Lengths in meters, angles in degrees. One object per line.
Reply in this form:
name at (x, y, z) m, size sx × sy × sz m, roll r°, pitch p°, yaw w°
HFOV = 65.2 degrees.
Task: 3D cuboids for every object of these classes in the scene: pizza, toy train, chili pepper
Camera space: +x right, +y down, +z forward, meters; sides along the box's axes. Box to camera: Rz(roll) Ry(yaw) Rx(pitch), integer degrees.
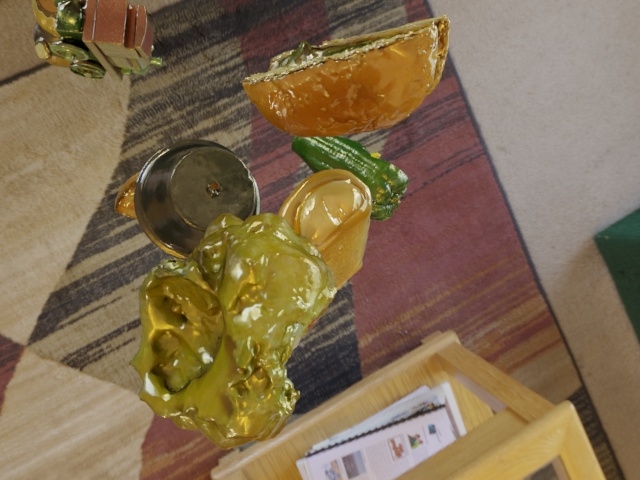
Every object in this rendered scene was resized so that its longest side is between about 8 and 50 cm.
pizza at (-0.300, -0.105, 1.119) m, size 0.223 × 0.323 × 0.089 m, roll 37°, pitch 45°, yaw -44°
toy train at (-0.516, -0.486, 1.230) m, size 0.221 × 0.304 × 0.150 m, roll 5°, pitch 89°, yaw -8°
chili pepper at (0.077, -0.199, 1.501) m, size 0.385 × 0.213 × 0.167 m, roll 37°, pitch 75°, yaw 24°

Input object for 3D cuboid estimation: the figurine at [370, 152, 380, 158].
figurine at (0.139, -0.216, 1.705) m, size 0.109 × 0.129 × 0.178 m, roll 19°, pitch 72°, yaw -29°

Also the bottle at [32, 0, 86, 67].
bottle at (-0.678, -0.633, 1.345) m, size 0.171 × 0.171 × 0.351 m, roll 22°, pitch 126°, yaw -13°

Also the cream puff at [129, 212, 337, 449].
cream puff at (-0.112, 0.089, 0.560) m, size 0.185 × 0.282 × 0.282 m, roll 22°, pitch 91°, yaw -23°

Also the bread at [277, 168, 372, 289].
bread at (0.000, 0.000, 0.828) m, size 0.173 × 0.311 × 0.121 m, roll -40°, pitch 69°, yaw -20°

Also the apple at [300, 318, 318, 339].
apple at (-0.115, 0.205, 1.529) m, size 0.216 × 0.260 × 0.260 m, roll 41°, pitch 86°, yaw 5°

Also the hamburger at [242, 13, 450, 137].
hamburger at (0.029, -0.195, 0.634) m, size 0.262 × 0.124 × 0.131 m, roll -1°, pitch 120°, yaw 29°

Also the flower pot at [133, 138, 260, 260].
flower pot at (-0.202, -0.080, 0.884) m, size 0.235 × 0.148 × 0.235 m, roll 2°, pitch 85°, yaw -23°
